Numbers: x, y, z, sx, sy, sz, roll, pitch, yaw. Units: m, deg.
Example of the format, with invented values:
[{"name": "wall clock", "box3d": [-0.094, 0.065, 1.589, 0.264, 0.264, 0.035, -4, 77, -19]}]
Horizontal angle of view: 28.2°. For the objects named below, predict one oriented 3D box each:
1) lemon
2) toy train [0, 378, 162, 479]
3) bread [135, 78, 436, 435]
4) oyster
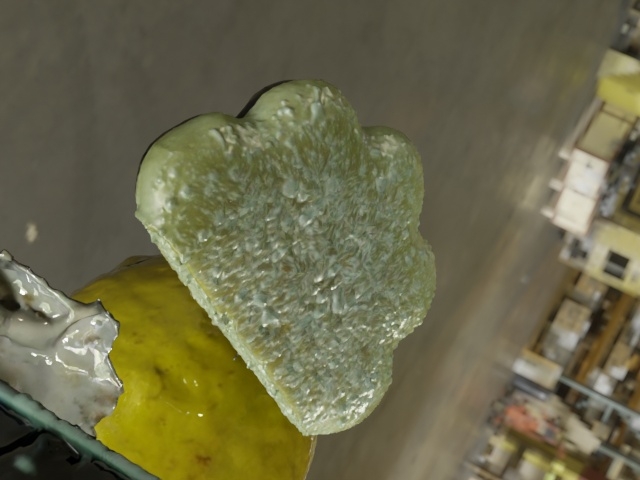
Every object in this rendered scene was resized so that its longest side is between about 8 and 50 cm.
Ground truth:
[{"name": "lemon", "box3d": [-0.135, 0.152, 1.018, 0.316, 0.285, 0.285, -59, 165, 10]}, {"name": "toy train", "box3d": [0.011, 0.134, 0.269, 0.086, 0.407, 0.088, -50, 127, -19]}, {"name": "bread", "box3d": [0.000, 0.000, 0.900, 0.207, 0.056, 0.286, -50, 128, -17]}, {"name": "oyster", "box3d": [-0.162, 0.043, 0.580, 0.108, 0.165, 0.053, -50, -162, -21]}]
